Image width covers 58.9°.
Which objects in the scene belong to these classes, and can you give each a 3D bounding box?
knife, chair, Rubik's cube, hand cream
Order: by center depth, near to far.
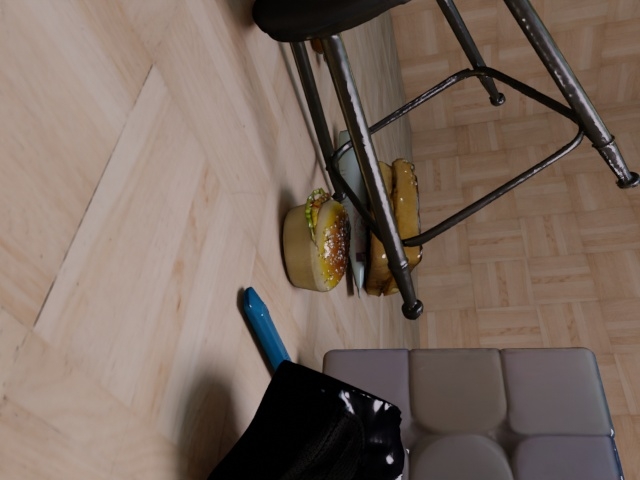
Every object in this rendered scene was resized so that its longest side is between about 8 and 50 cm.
[{"bbox_3d":[-0.038,0.161,0.671,0.044,0.026,0.296,-83,159,-50],"label":"knife"},{"bbox_3d":[0.180,0.364,0.739,0.344,0.348,0.346,78,15,-52],"label":"Rubik's cube"},{"bbox_3d":[0.137,-0.213,0.781,0.410,0.365,0.361,57,3,-37],"label":"chair"},{"bbox_3d":[0.065,-0.052,1.126,0.085,0.058,0.330,129,-40,-88],"label":"hand cream"}]

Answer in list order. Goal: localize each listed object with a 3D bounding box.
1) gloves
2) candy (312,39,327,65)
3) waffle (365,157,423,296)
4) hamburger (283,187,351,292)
[{"bbox_3d":[-0.013,0.260,0.473,0.197,0.153,0.300,32,57,-46],"label":"gloves"},{"bbox_3d":[-0.002,-0.388,1.006,0.053,0.047,0.182,-85,167,-48],"label":"candy"},{"bbox_3d":[0.141,-0.013,1.206,0.327,0.098,0.223,92,-1,-73],"label":"waffle"},{"bbox_3d":[0.000,0.000,0.770,0.126,0.082,0.141,20,66,-74],"label":"hamburger"}]
